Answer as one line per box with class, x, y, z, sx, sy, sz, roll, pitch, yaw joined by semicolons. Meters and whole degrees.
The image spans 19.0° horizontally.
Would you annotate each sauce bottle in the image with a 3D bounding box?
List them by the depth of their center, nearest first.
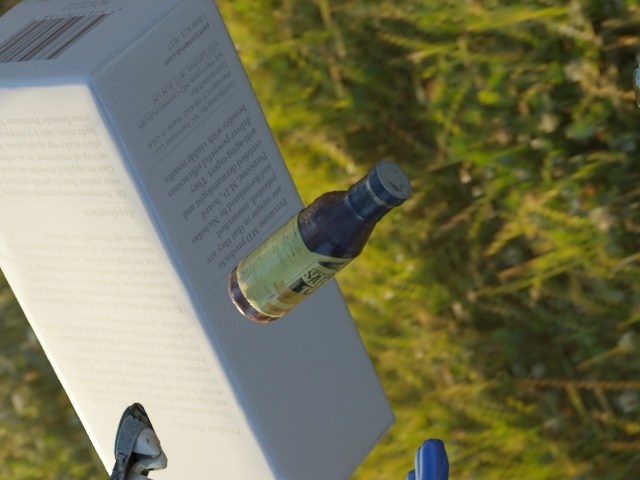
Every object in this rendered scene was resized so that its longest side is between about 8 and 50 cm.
sauce bottle;0.000;0.000;1.067;0.128;0.042;0.042;-40;74;38

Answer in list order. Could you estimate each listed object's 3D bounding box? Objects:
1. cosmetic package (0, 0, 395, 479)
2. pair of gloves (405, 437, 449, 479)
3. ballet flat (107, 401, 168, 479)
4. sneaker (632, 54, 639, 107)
cosmetic package;-0.134;0.018;1.641;0.230;0.161;0.453;2;125;40
pair of gloves;0.032;0.197;1.007;0.023;0.159;0.198;19;155;4
ballet flat;-0.125;0.159;1.302;0.041;0.114;0.041;9;139;8
sneaker;0.270;-0.126;1.406;0.098;0.069;0.038;82;178;-84
